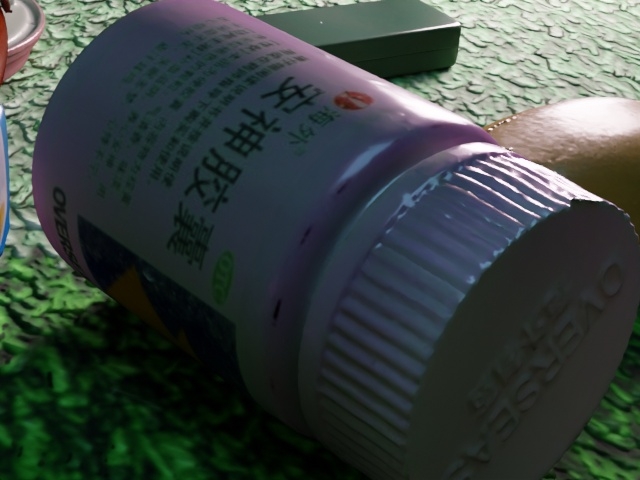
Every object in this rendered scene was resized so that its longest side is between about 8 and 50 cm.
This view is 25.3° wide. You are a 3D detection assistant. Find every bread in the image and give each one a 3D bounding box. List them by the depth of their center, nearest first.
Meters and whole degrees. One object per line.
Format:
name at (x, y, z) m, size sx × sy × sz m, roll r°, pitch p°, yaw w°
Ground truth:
bread at (0.167, -0.036, 0.917) m, size 0.217 × 0.098 × 0.147 m, roll -21°, pitch 42°, yaw -38°

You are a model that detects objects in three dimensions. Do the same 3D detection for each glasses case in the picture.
glasses case at (0.023, -0.163, 1.176) m, size 0.184 × 0.039 × 0.078 m, roll -13°, pitch 34°, yaw -31°

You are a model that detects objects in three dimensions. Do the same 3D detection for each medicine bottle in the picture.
medicine bottle at (0.000, 0.000, 0.732) m, size 0.178 × 0.178 × 0.290 m, roll -20°, pitch 38°, yaw -39°

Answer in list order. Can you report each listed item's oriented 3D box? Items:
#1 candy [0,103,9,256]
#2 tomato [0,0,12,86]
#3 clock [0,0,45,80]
candy at (-0.332, -0.013, 0.773) m, size 0.305 × 0.100 × 0.157 m, roll 4°, pitch 28°, yaw -5°
tomato at (-0.301, -0.113, 0.856) m, size 0.224 × 0.225 × 0.085 m, roll 3°, pitch 50°, yaw -6°
clock at (-0.338, -0.173, 1.110) m, size 0.244 × 0.056 × 0.244 m, roll 4°, pitch 29°, yaw -2°
